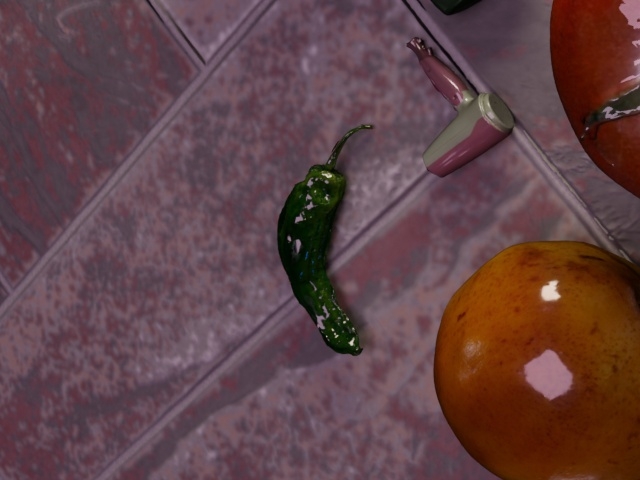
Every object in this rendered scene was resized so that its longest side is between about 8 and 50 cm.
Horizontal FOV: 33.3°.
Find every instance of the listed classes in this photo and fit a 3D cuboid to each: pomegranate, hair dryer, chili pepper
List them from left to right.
[{"bbox_3d":[-0.001,0.000,1.280,0.122,0.065,0.278,4,104,21],"label":"chili pepper"},{"bbox_3d":[0.139,-0.159,1.181,0.106,0.054,0.154,-34,71,36],"label":"hair dryer"},{"bbox_3d":[0.240,0.128,1.062,0.264,0.264,0.264,6,103,30],"label":"pomegranate"}]

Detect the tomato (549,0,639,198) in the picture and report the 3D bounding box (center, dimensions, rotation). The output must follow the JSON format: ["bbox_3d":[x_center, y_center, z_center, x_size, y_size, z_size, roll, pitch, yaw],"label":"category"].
[{"bbox_3d":[0.374,-0.177,0.906,0.341,0.273,0.341,12,119,22],"label":"tomato"}]

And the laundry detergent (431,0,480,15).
[{"bbox_3d":[0.128,-0.355,1.132,0.137,0.063,0.211,-32,83,38],"label":"laundry detergent"}]
